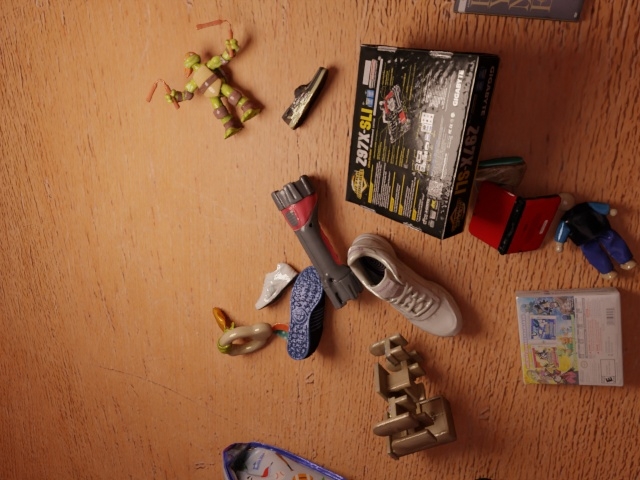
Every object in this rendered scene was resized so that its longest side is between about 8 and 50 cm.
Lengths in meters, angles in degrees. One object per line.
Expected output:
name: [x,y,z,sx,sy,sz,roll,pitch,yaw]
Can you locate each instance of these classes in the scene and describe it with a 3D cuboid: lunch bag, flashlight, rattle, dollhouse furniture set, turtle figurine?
lunch bag: [-0.120,0.773,1.228,0.386,0.239,0.327,12,110,34]
flashlight: [0.000,0.000,1.038,0.103,0.103,0.303,-30,98,1]
rattle: [-0.179,0.221,1.198,0.200,0.142,0.130,-27,127,9]
dollhouse furniture set: [0.174,0.378,1.018,0.161,0.212,0.242,-29,120,23]
turtle figurine: [-0.257,-0.347,1.036,0.270,0.087,0.217,-35,99,16]

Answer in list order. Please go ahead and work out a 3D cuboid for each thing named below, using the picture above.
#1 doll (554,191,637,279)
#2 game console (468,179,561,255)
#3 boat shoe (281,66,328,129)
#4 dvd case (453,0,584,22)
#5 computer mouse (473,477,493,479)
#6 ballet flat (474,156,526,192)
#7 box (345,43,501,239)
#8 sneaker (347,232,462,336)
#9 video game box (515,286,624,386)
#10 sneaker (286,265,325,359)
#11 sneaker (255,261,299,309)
doll: [0.519,-0.013,0.868,0.129,0.046,0.189,-37,91,24]
game console: [0.383,-0.049,0.895,0.124,0.085,0.143,-8,135,-6]
boat shoe: [-0.037,-0.316,0.981,0.049,0.056,0.152,36,114,2]
dvd case: [0.369,-0.492,0.805,0.222,0.018,0.164,14,109,16]
computer mouse: [0.422,0.679,1.093,0.262,0.060,0.184,36,110,-5]
ballet flat: [0.303,-0.128,0.904,0.207,0.073,0.067,2,115,22]
box: [0.174,-0.192,0.850,0.257,0.079,0.321,28,124,43]
sneaker: [0.174,0.116,0.973,0.305,0.152,0.114,40,112,4]
video game box: [0.514,0.201,0.930,0.187,0.048,0.205,-6,102,19]
sneaker: [-0.029,0.178,1.110,0.082,0.090,0.232,12,87,18]
sneaker: [-0.120,0.116,1.140,0.061,0.054,0.152,47,109,13]
